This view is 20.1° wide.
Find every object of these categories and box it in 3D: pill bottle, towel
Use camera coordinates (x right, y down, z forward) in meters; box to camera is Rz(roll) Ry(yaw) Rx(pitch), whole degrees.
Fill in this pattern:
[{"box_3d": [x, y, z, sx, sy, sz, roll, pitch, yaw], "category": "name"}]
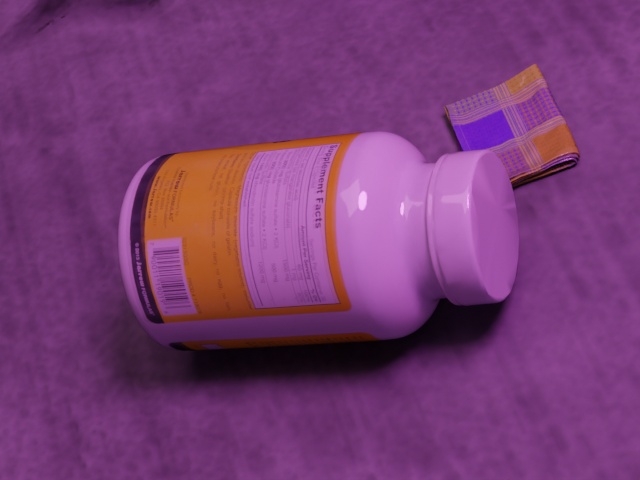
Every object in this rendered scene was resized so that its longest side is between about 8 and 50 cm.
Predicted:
[{"box_3d": [0.000, 0.000, 0.896, 0.184, 0.103, 0.103, -5, 48, 24], "category": "pill bottle"}, {"box_3d": [0.102, -0.058, 0.967, 0.060, 0.009, 0.083, -22, 43, 8], "category": "towel"}]
